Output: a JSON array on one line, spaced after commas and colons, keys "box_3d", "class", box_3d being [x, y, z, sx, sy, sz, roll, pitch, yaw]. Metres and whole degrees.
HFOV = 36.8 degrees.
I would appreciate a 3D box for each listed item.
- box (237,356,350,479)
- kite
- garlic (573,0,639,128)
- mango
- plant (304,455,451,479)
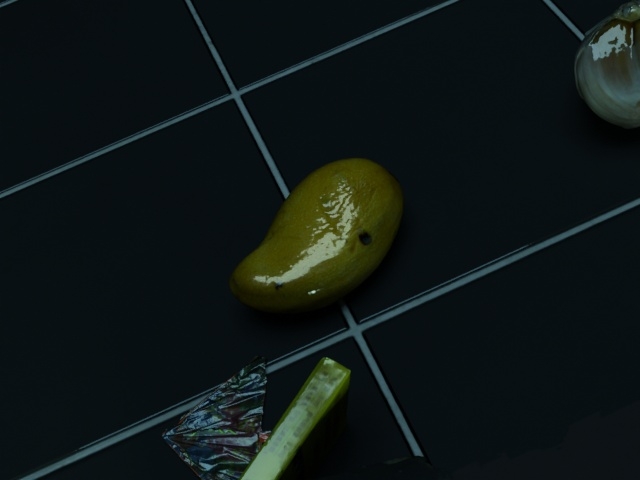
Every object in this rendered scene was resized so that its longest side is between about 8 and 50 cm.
[{"box_3d": [-0.056, 0.265, 1.002, 0.041, 0.153, 0.279, 28, 62, 16], "class": "box"}, {"box_3d": [-0.100, 0.238, 1.135, 0.189, 0.009, 0.232, -3, 53, 12], "class": "kite"}, {"box_3d": [0.464, -0.240, 1.241, 0.257, 0.207, 0.207, 17, 59, 17], "class": "garlic"}, {"box_3d": [0.001, 0.002, 1.233, 0.157, 0.109, 0.262, 39, 75, 25], "class": "mango"}, {"box_3d": [0.027, 0.314, 0.939, 0.256, 0.164, 0.142, -28, 36, -34], "class": "plant"}]
